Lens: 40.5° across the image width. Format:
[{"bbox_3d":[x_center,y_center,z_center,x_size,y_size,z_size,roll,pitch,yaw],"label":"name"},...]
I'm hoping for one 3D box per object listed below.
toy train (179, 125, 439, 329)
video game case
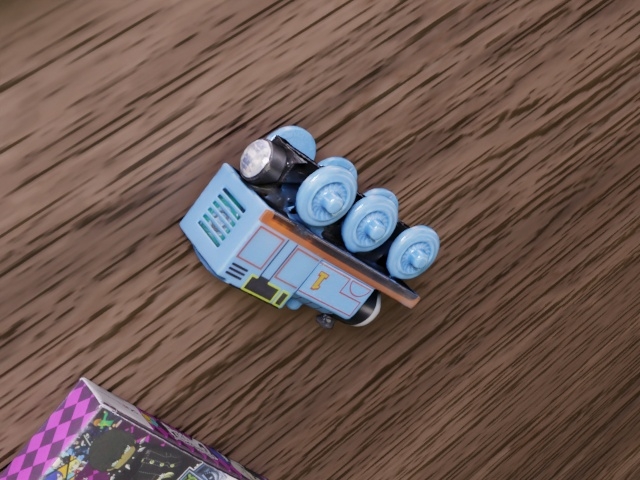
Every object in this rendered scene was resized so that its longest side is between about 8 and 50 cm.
[{"bbox_3d":[0.000,0.000,0.581,0.105,0.080,0.184,-50,135,9],"label":"toy train"},{"bbox_3d":[-0.160,0.233,0.606,0.232,0.042,0.210,-51,133,-3],"label":"video game case"}]
